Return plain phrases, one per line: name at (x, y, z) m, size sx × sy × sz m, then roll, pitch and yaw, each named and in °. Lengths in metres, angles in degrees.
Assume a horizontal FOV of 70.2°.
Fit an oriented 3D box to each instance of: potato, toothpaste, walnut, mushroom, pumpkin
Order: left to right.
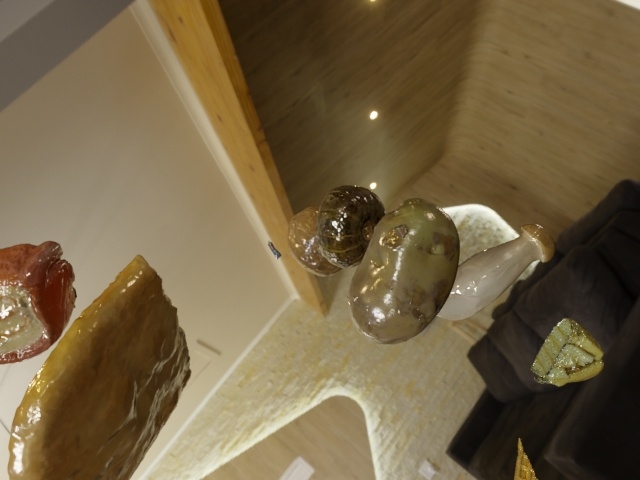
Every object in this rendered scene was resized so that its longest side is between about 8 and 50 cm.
toothpaste at (-0.174, 0.033, 1.694) m, size 0.027 × 0.083 × 0.019 m, roll -47°, pitch -23°, yaw 26°
walnut at (0.000, 0.000, 1.393) m, size 0.228 × 0.228 × 0.228 m, roll -45°, pitch -22°, yaw -23°
pumpkin at (0.068, -0.036, 1.159) m, size 0.219 × 0.163 × 0.218 m, roll -18°, pitch -68°, yaw -55°
potato at (0.147, 0.056, 0.786) m, size 0.262 × 0.165 × 0.165 m, roll -71°, pitch -21°, yaw 0°
mushroom at (0.429, 0.086, 1.157) m, size 0.350 × 0.128 × 0.128 m, roll -35°, pitch -19°, yaw 6°

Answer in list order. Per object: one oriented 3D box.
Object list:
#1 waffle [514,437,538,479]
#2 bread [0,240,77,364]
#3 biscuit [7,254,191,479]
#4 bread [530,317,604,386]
waffle at (0.592, 0.656, 1.245) m, size 0.191 × 0.125 × 0.032 m, roll -59°, pitch -28°, yaw -34°
bread at (-0.574, 0.119, 0.809) m, size 0.245 × 0.123 × 0.190 m, roll -12°, pitch -69°, yaw -5°
biscuit at (-0.373, 0.285, 0.846) m, size 0.446 × 0.104 × 0.429 m, roll -65°, pitch -14°, yaw -54°
bread at (0.556, 0.263, 1.011) m, size 0.103 × 0.110 × 0.156 m, roll -70°, pitch 3°, yaw -68°
